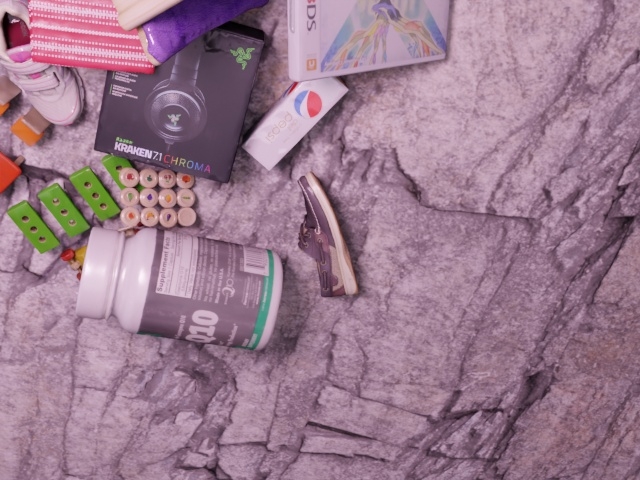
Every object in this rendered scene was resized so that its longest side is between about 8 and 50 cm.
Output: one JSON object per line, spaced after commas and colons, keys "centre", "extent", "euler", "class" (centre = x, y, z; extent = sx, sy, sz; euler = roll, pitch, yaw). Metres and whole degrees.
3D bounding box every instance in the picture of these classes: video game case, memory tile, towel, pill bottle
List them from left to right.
{"centre": [-0.351, -0.407, 1.142], "extent": [0.199, 0.031, 0.274], "euler": [3, 111, -10], "class": "towel"}
{"centre": [-0.309, -0.081, 1.400], "extent": [0.148, 0.012, 0.113], "euler": [-1, 91, -31], "class": "memory tile"}
{"centre": [-0.269, 0.089, 1.413], "extent": [0.361, 0.204, 0.204], "euler": [11, 114, -15], "class": "pill bottle"}
{"centre": [0.089, -0.432, 1.210], "extent": [0.329, 0.036, 0.299], "euler": [-17, 120, -31], "class": "video game case"}

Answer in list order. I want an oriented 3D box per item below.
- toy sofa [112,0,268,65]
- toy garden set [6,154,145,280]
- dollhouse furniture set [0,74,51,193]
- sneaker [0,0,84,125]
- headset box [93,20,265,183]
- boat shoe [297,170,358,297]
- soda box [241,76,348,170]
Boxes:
{"centre": [-0.152, -0.415, 1.100], "extent": [0.150, 0.362, 0.177], "euler": [-15, 112, 36], "class": "toy sofa"}
{"centre": [-0.443, -0.046, 1.438], "extent": [0.244, 0.049, 0.203], "euler": [-28, 124, 1], "class": "toy garden set"}
{"centre": [-0.662, -0.186, 1.310], "extent": [0.262, 0.135, 0.259], "euler": [-41, 111, 15], "class": "dollhouse furniture set"}
{"centre": [-0.502, -0.310, 1.275], "extent": [0.103, 0.111, 0.252], "euler": [-20, 115, 6], "class": "sneaker"}
{"centre": [-0.244, -0.277, 1.298], "extent": [0.247, 0.131, 0.283], "euler": [14, 112, -11], "class": "headset box"}
{"centre": [0.000, 0.000, 1.464], "extent": [0.092, 0.102, 0.285], "euler": [-20, 121, 0], "class": "boat shoe"}
{"centre": [-0.049, -0.236, 1.365], "extent": [0.074, 0.069, 0.216], "euler": [40, 106, -20], "class": "soda box"}
